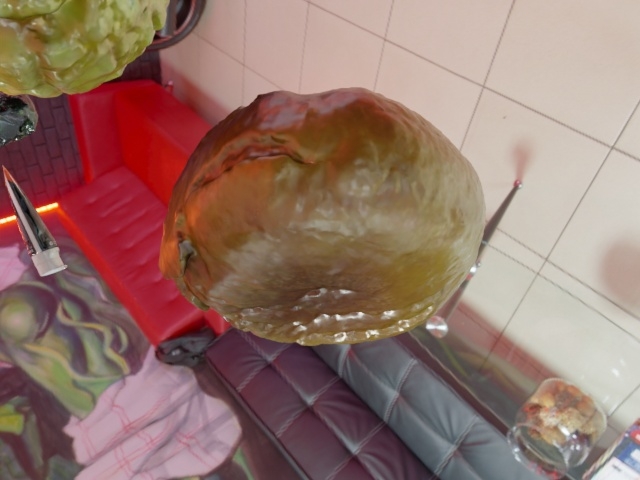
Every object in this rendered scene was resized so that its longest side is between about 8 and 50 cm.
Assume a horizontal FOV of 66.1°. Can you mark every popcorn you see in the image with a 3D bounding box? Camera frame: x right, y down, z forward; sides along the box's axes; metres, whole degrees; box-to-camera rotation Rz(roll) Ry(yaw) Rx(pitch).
[{"bbox_3d":[-0.281,-0.286,0.493,0.282,0.282,0.247,53,158,15],"label":"popcorn"}]

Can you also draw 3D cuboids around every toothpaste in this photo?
[{"bbox_3d":[-0.492,-0.035,0.831,0.071,0.045,0.193,-20,95,61],"label":"toothpaste"}]

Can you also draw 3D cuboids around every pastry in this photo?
[{"bbox_3d":[0.000,0.000,0.518,0.356,0.356,0.163,126,156,-52],"label":"pastry"}]

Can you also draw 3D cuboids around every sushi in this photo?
[{"bbox_3d":[-0.845,-0.307,1.255,0.127,0.225,0.124,54,163,41],"label":"sushi"}]
